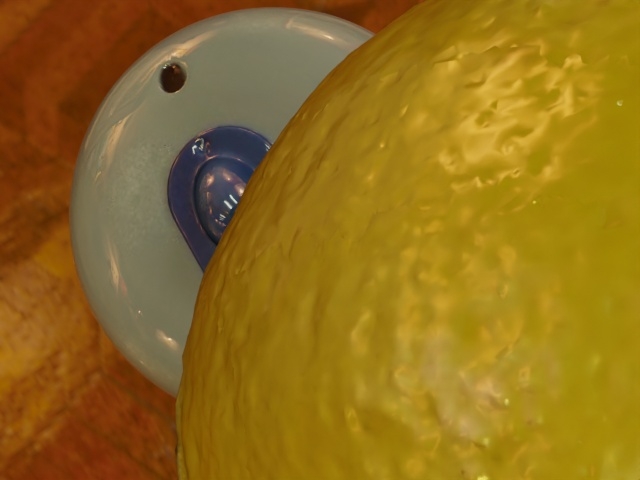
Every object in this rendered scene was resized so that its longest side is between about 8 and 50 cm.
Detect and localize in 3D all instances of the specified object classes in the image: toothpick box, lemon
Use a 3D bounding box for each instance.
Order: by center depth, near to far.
[{"bbox_3d":[0.152,0.057,0.603,0.364,0.364,0.364,-5,58,8],"label":"lemon"},{"bbox_3d":[0.000,0.000,1.083,0.263,0.354,0.263,-1,87,14],"label":"toothpick box"}]
